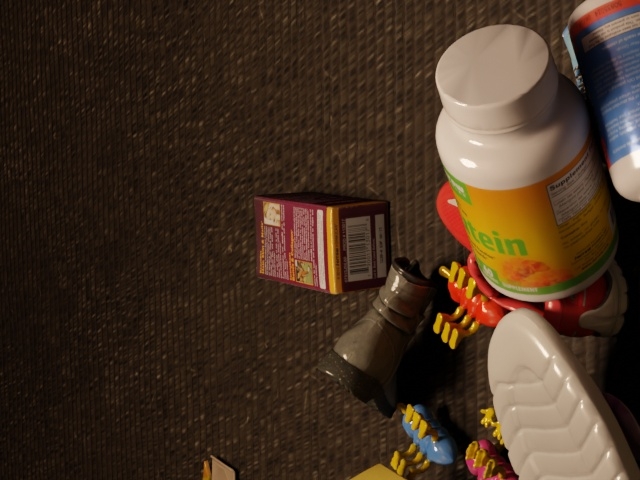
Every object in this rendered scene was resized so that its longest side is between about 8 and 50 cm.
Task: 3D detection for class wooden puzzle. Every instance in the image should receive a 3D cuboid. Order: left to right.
[{"bbox_3d":[-0.135,0.343,2.423,0.116,0.014,0.078,33,127,53],"label":"wooden puzzle"}]

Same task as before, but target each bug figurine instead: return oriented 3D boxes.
[{"bbox_3d":[0.164,0.165,1.822,0.216,0.072,0.279,51,136,42],"label":"bug figurine"}]

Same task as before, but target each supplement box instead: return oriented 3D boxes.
[{"bbox_3d":[0.000,0.000,2.063,0.188,0.081,0.104,11,105,58],"label":"supplement box"}]

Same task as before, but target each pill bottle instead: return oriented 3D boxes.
[{"bbox_3d":[0.180,-0.070,1.541,0.136,0.136,0.245,50,169,44],"label":"pill bottle"},{"bbox_3d":[0.300,-0.107,1.492,0.124,0.124,0.221,-36,64,56],"label":"pill bottle"}]

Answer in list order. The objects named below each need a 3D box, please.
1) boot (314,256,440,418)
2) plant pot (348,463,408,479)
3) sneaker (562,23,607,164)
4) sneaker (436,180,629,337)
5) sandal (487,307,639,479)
[{"bbox_3d":[0.084,0.108,1.926,0.083,0.246,0.161,36,87,14],"label":"boot"},{"bbox_3d":[0.076,0.363,1.826,0.187,0.212,0.212,-50,26,-10],"label":"plant pot"},{"bbox_3d":[0.261,-0.139,1.601,0.063,0.073,0.162,-51,52,51],"label":"sneaker"},{"bbox_3d":[0.188,0.005,1.708,0.279,0.118,0.107,42,129,49],"label":"sneaker"},{"bbox_3d":[0.287,0.246,1.607,0.416,0.102,0.169,62,150,9],"label":"sandal"}]
